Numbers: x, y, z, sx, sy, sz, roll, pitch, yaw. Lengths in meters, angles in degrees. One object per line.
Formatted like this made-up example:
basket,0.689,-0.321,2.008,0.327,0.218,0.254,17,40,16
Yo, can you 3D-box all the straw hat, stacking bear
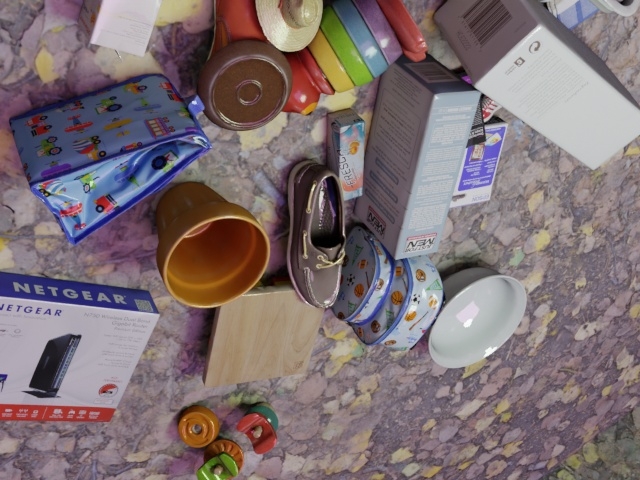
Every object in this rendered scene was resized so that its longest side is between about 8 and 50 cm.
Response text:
straw hat,-0.033,-0.383,1.284,0.144,0.061,0.145,-10,108,-34
stacking bear,0.025,-0.328,1.410,0.289,0.175,0.164,-31,92,8

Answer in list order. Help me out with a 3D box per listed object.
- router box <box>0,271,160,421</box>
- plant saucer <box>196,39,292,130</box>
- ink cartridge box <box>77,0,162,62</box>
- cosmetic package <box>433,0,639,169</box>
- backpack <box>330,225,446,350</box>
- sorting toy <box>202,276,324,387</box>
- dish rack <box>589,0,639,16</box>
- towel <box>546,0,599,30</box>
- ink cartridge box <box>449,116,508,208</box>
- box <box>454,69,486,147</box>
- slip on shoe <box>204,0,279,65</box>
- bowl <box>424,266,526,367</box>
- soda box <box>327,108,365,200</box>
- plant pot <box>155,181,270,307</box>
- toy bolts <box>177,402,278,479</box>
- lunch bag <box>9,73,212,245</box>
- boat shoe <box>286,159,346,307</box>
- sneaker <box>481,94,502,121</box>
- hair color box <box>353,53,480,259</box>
router box,-0.532,0.221,1.552,0.335,0.082,0.301,11,118,-36
plant saucer,-0.123,-0.253,1.324,0.168,0.029,0.168,-13,131,-15
ink cartridge box,-0.312,-0.360,1.222,0.089,0.092,0.143,9,119,-35
cosmetic package,0.454,-0.341,1.586,0.453,0.230,0.161,22,127,-40
backpack,0.144,0.105,1.743,0.213,0.263,0.277,6,122,-34
sorting toy,-0.135,0.191,1.763,0.255,0.089,0.257,-4,126,-29
dish rack,0.473,-0.587,1.426,0.332,0.072,0.286,29,72,-28
towel,0.532,-0.579,1.600,0.209,0.034,0.285,-35,135,-2
ink cartridge box,0.310,-0.169,1.779,0.206,0.045,0.208,-11,127,-23
box,0.287,-0.271,1.662,0.116,0.029,0.162,-19,110,-18
slip on shoe,-0.128,-0.351,1.335,0.123,0.101,0.331,3,121,-30
bowl,0.372,0.175,2.025,0.297,0.134,0.298,-16,131,-19
soda box,0.051,-0.172,1.608,0.058,0.063,0.183,-18,131,-19
plant pot,-0.224,-0.009,1.483,0.205,0.188,0.205,-17,131,-20
toy bolts,-0.217,0.462,1.933,0.228,0.158,0.218,-31,95,8
lunch bag,-0.327,-0.166,1.275,0.293,0.221,0.138,-30,135,-7
boat shoe,0.000,0.000,1.627,0.116,0.096,0.324,-13,111,-29
sneaker,0.365,-0.305,1.707,0.118,0.042,0.067,-38,138,-8
hair color box,0.187,-0.169,1.607,0.113,0.185,0.375,-9,128,-26
